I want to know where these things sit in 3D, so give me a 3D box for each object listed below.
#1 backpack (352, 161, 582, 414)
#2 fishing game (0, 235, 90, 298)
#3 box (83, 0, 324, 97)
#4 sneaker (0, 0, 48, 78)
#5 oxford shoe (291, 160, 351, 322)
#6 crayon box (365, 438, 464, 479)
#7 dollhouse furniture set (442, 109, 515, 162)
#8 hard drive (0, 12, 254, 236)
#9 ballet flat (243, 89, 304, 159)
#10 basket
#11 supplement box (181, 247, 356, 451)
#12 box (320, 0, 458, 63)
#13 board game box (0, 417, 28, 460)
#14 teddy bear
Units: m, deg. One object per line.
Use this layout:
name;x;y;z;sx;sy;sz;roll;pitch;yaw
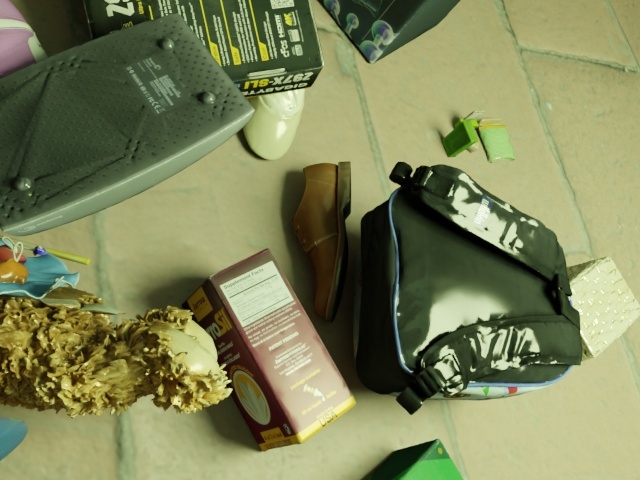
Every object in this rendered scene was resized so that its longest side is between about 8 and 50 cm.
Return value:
backpack;0.171;0.079;0.748;0.263;0.213;0.277;10;70;-17
fishing game;-0.284;0.008;0.483;0.189;0.264;0.041;14;94;5
box;-0.155;-0.328;0.735;0.257;0.079;0.322;-13;89;-11
sneaker;-0.395;-0.154;0.598;0.161;0.102;0.282;52;54;-4
oxford shoe;0.000;0.000;0.784;0.076;0.076;0.212;1;67;3
crayon box;0.065;0.370;0.603;0.318;0.081;0.202;-26;83;-45
dollhouse furniture set;0.273;-0.171;1.007;0.151;0.058;0.076;-9;74;-32
hard drive;-0.212;-0.115;0.608;0.254;0.054;0.172;-31;70;-19
ballet flat;-0.053;-0.229;0.835;0.086;0.086;0.249;16;62;-23
basket;0.377;0.105;0.915;0.167;0.103;0.113;-26;84;-36
supplement box;-0.059;0.119;0.662;0.080;0.104;0.188;-26;83;-35
box;0.086;-0.529;0.917;0.395;0.293;0.212;50;55;-1
board game box;-0.320;0.170;0.479;0.168;0.133;0.033;-21;68;-34
teddy bear;-0.236;0.095;0.501;0.337;0.245;0.113;11;90;-26
